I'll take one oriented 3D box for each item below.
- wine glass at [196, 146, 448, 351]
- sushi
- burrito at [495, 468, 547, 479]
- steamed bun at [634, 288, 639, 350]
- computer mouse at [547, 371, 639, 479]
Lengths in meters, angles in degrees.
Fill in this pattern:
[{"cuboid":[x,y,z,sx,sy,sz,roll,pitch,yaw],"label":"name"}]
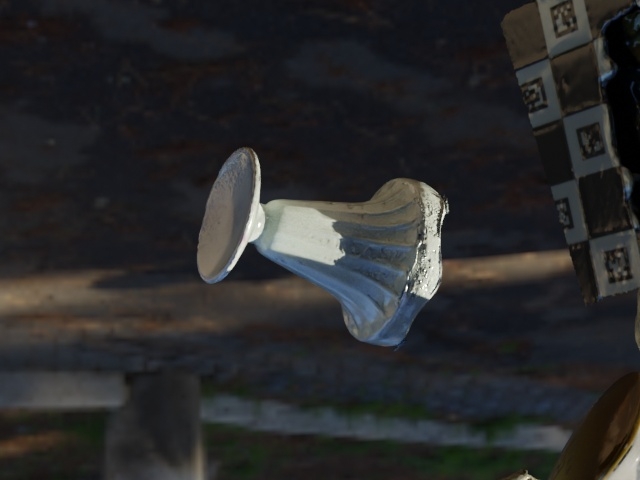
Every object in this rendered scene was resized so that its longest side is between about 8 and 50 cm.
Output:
[{"cuboid":[0.000,0.000,1.435,0.196,0.165,0.165,17,155,-25],"label":"wine glass"},{"cuboid":[0.224,-0.083,1.029,0.050,0.215,0.192,-8,169,-35],"label":"sushi"},{"cuboid":[0.187,0.422,1.868,0.190,0.135,0.332,-39,164,-42],"label":"burrito"},{"cuboid":[0.522,0.130,2.147,0.218,0.211,0.144,-1,144,-39],"label":"steamed bun"},{"cuboid":[0.228,0.255,1.401,0.072,0.158,0.310,20,126,7],"label":"computer mouse"}]
